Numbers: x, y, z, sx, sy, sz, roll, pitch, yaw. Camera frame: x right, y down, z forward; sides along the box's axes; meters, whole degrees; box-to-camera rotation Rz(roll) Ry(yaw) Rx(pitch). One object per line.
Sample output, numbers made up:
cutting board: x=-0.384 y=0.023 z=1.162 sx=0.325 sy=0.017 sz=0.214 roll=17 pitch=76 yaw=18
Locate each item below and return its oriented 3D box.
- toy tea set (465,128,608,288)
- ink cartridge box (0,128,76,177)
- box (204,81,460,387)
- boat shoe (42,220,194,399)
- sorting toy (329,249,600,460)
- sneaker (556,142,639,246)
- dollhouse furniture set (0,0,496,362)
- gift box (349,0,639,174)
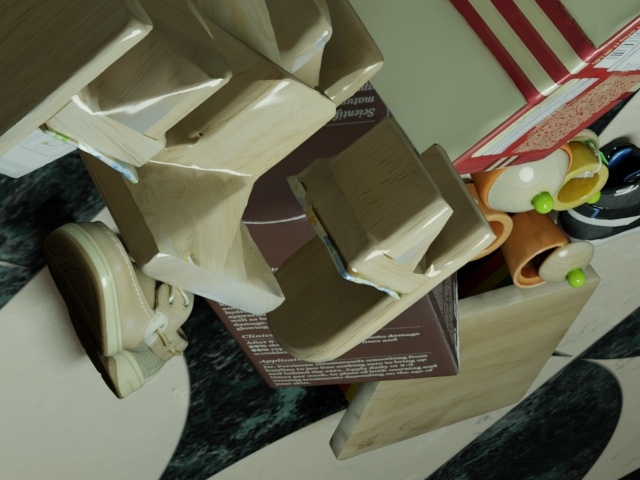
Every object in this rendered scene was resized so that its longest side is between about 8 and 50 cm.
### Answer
toy tea set: x=0.198 y=-0.023 z=1.767 sx=0.200 sy=0.124 sz=0.336 roll=-41 pitch=148 yaw=21
ink cartridge box: x=-0.191 y=-0.129 z=1.317 sx=0.232 sy=0.066 sz=0.189 roll=-18 pitch=160 yaw=25
box: x=0.000 y=0.000 z=1.548 sx=0.191 sy=0.143 sz=0.381 roll=-4 pitch=157 yaw=10
boat shoe: x=-0.166 y=0.048 z=1.573 sx=0.098 sy=0.109 sz=0.302 roll=-30 pitch=160 yaw=-12
sorting toy: x=0.141 y=0.110 z=2.002 sx=0.257 sy=0.089 sz=0.255 roll=-14 pitch=149 yaw=-28
sneaker: x=0.359 y=-0.066 z=1.924 sx=0.217 sy=0.079 sz=0.121 roll=-22 pitch=154 yaw=-13
dollhouse furniture set: x=-0.163 y=-0.111 z=0.966 sx=0.256 sy=0.394 sz=0.362 roll=-38 pitch=153 yaw=16
gift box: x=0.125 y=-0.217 z=1.219 sx=0.255 sy=0.258 sz=0.276 roll=-38 pitch=168 yaw=19
